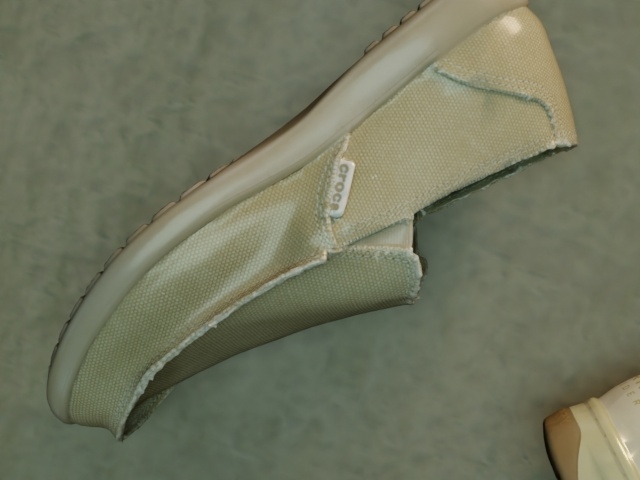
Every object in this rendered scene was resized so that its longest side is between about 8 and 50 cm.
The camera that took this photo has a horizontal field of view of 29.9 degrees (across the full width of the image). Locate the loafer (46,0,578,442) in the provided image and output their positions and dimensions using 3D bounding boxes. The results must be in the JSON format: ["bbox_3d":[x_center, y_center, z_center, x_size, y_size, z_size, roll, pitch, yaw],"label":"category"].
[{"bbox_3d":[0.000,0.000,0.501,0.268,0.102,0.092,-42,84,4],"label":"loafer"}]

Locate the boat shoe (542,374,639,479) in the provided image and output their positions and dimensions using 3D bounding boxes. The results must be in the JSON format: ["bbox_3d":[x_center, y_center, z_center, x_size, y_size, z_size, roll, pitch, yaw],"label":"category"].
[{"bbox_3d":[0.199,0.193,0.497,0.098,0.109,0.302,-26,85,6],"label":"boat shoe"}]
